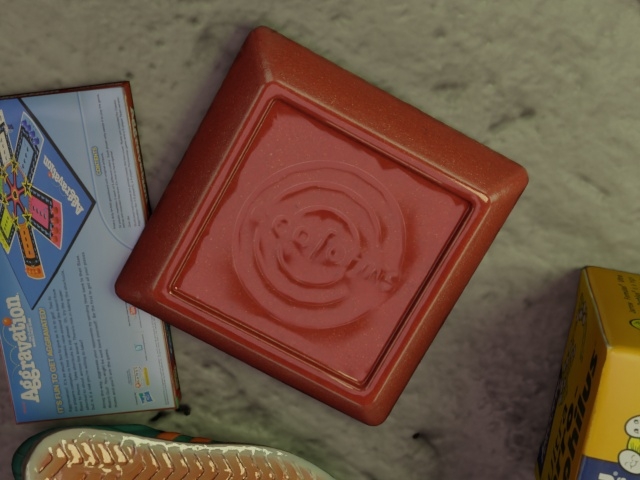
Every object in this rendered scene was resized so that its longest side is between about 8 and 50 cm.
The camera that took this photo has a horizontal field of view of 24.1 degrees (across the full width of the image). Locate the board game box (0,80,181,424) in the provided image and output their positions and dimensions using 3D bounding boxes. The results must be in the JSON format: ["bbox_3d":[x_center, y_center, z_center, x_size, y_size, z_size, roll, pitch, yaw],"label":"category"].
[{"bbox_3d":[-0.209,0.014,1.253,0.145,0.027,0.281,-6,106,4],"label":"board game box"}]

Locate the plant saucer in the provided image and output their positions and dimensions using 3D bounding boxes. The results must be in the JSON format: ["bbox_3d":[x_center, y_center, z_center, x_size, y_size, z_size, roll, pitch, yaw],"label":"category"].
[{"bbox_3d":[0.000,0.000,1.209,0.258,0.048,0.259,28,103,-9],"label":"plant saucer"}]

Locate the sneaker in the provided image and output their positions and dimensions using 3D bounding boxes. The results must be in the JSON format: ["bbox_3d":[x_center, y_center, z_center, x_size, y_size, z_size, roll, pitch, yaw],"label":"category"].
[{"bbox_3d":[-0.112,0.210,1.274,0.302,0.121,0.108,17,85,-19],"label":"sneaker"}]

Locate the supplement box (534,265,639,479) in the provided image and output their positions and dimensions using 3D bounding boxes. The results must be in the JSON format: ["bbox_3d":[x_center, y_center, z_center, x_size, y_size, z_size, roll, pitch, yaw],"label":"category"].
[{"bbox_3d":[0.366,0.168,1.169,0.356,0.195,0.194,10,107,2],"label":"supplement box"}]
